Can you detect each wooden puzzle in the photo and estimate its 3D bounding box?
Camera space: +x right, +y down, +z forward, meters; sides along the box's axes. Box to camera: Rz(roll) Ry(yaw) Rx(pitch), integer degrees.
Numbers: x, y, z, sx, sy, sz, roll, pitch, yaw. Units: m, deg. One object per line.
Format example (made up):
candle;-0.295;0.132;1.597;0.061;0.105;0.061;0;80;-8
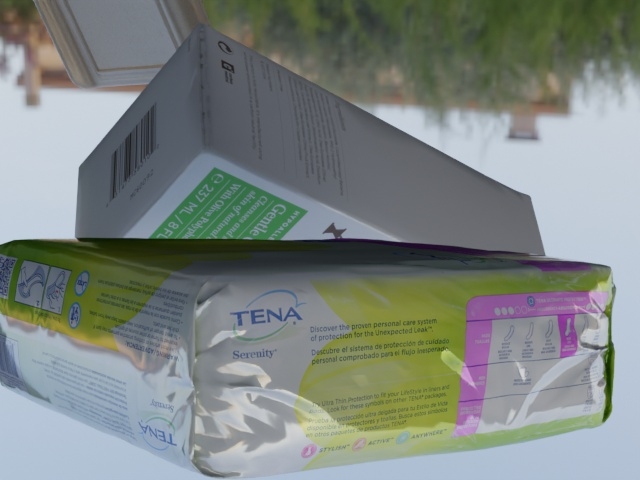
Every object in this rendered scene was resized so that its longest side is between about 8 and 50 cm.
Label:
wooden puzzle;-0.214;-0.265;1.306;0.238;0.221;0.044;1;-148;45

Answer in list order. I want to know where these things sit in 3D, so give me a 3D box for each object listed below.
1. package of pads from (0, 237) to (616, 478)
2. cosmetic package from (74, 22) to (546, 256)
package of pads;-0.003;0.054;0.714;0.296;0.101;0.229;-1;-175;-37
cosmetic package;0.000;0.000;1.064;0.365;0.197;0.155;24;-141;-29
